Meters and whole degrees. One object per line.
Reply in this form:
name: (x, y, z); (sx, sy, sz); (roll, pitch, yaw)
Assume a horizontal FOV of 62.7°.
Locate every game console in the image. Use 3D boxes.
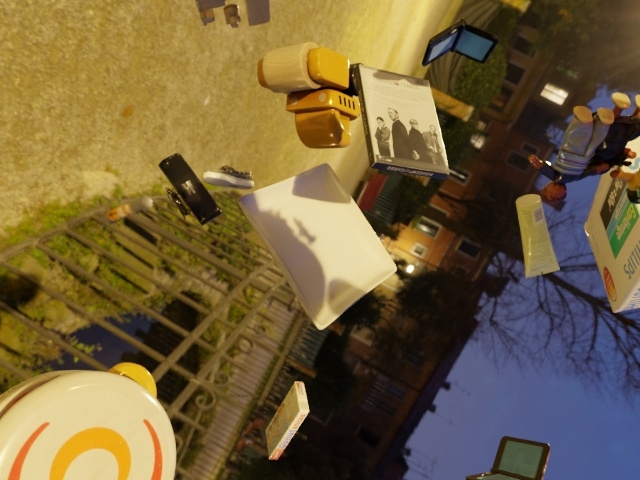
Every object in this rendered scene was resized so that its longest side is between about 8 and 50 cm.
game console: (0.392, 0.470, 1.105); (0.144, 0.124, 0.085); (152, -62, -64)
game console: (0.257, -0.352, 0.982); (0.107, 0.071, 0.122); (-32, 176, 2)

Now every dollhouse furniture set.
dollhouse furniture set: (-0.197, -0.546, 1.120); (0.144, 0.151, 0.123); (107, -32, -79)

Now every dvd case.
dvd case: (0.167, -0.245, 1.082); (0.029, 0.179, 0.239); (135, -46, -55)

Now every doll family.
doll family: (0.314, -0.083, 0.542); (0.111, 0.192, 0.076); (95, 13, -53)

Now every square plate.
square plate: (0.000, 0.000, 1.279); (0.347, 0.344, 0.049); (-30, 175, -47)

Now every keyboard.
keyboard: (-0.341, -0.121, 1.316); (0.100, 0.192, 0.038); (-37, -178, -40)

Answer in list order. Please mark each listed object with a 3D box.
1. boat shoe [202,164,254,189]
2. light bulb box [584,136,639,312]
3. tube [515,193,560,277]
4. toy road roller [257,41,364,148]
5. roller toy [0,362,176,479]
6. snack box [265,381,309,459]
boat shoe: (-0.196, -0.137, 1.115); (0.142, 0.049, 0.040); (6, 78, -57)
light bulb box: (0.734, -0.048, 0.982); (0.358, 0.360, 0.226); (55, 26, -60)
tube: (0.572, -0.006, 1.399); (0.062, 0.070, 0.240); (-39, 119, -31)
toy road roller: (-0.011, -0.388, 1.468); (0.329, 0.202, 0.241); (0, 92, -56)
roller toy: (-0.265, 0.232, 0.549); (0.146, 0.191, 0.210); (-14, -113, 48)
snack box: (-0.068, 0.356, 1.032); (0.064, 0.022, 0.178); (-107, -145, -47)
